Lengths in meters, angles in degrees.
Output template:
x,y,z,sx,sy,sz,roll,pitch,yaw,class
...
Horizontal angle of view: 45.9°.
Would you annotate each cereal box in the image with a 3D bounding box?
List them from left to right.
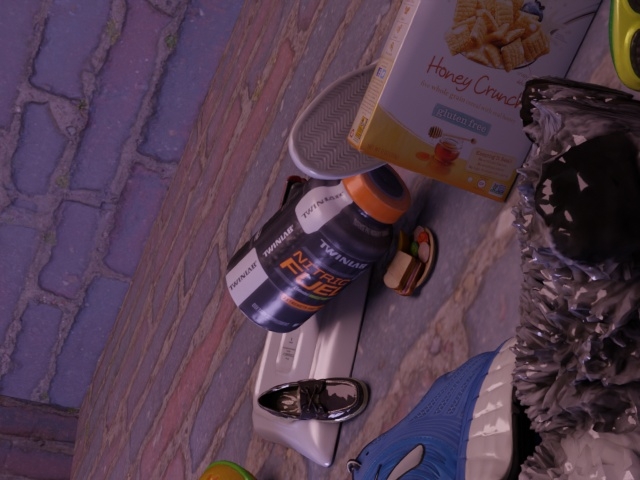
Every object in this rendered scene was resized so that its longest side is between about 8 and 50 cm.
x,y,z,sx,sy,sz,roll,pitch,yaw,class
0.149,-0.173,0.716,0.240,0.173,0.047,-68,21,16,cereal box

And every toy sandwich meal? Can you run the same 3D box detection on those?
x,y,z,sx,sy,sz,roll,pitch,yaw,class
0.102,0.022,0.881,0.085,0.029,0.086,-50,31,46,toy sandwich meal

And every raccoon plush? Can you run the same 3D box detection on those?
x,y,z,sx,sy,sz,roll,pitch,yaw,class
0.208,0.069,0.488,0.446,0.216,0.299,-48,-31,-69,raccoon plush

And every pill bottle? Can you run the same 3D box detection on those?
x,y,z,sx,sy,sz,roll,pitch,yaw,class
0.000,0.000,0.939,0.245,0.130,0.130,-44,34,32,pill bottle

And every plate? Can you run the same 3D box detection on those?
x,y,z,sx,sy,sz,roll,pitch,yaw,class
-0.028,0.160,1.086,0.277,0.045,0.278,-13,62,67,plate

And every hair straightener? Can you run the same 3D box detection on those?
x,y,z,sx,sy,sz,roll,pitch,yaw,class
-0.064,0.008,1.282,0.230,0.047,0.089,-68,21,13,hair straightener

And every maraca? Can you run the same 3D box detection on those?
x,y,z,sx,sy,sz,roll,pitch,yaw,class
-0.116,0.388,1.069,0.185,0.099,0.127,20,102,44,maraca

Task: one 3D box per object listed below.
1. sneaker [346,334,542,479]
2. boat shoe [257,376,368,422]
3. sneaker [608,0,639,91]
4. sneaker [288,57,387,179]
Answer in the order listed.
x,y,z,sx,sy,sz,roll,pitch,yaw,class
0.084,0.205,0.515,0.147,0.130,0.330,-29,15,43,sneaker
-0.012,0.200,0.937,0.152,0.049,0.056,-18,69,34,boat shoe
0.275,-0.248,0.592,0.123,0.109,0.296,82,-163,-78,sneaker
0.065,-0.150,0.884,0.292,0.108,0.169,-38,5,-22,sneaker
